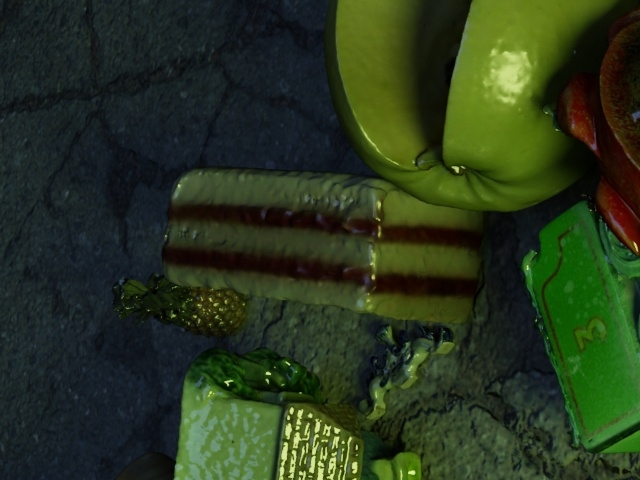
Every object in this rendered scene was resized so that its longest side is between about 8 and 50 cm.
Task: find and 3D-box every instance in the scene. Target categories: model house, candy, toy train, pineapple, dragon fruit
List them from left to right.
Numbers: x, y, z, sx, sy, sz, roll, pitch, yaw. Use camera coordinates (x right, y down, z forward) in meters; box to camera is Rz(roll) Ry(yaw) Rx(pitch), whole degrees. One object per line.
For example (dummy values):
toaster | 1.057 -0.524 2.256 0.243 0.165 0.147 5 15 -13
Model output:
pineapple | -0.159 0.071 1.837 0.074 0.159 0.074 -11 75 47
model house | -0.009 0.211 1.641 0.189 0.214 0.195 6 84 35
candy | 0.000 0.000 1.680 0.321 0.179 0.135 8 90 46
toy train | 0.285 0.059 1.422 0.188 0.132 0.243 -38 57 44
dragon fruit | 0.328 -0.068 1.311 0.295 0.268 0.130 52 138 9

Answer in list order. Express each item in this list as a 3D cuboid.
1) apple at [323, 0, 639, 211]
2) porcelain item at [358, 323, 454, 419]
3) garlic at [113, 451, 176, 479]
apple | 0.143 -0.165 1.485 0.292 0.292 0.254 -2 65 45
porcelain item | 0.076 0.115 1.689 0.136 0.021 0.075 -47 53 28
garlic | -0.218 0.355 1.847 0.214 0.191 0.160 -40 80 19
